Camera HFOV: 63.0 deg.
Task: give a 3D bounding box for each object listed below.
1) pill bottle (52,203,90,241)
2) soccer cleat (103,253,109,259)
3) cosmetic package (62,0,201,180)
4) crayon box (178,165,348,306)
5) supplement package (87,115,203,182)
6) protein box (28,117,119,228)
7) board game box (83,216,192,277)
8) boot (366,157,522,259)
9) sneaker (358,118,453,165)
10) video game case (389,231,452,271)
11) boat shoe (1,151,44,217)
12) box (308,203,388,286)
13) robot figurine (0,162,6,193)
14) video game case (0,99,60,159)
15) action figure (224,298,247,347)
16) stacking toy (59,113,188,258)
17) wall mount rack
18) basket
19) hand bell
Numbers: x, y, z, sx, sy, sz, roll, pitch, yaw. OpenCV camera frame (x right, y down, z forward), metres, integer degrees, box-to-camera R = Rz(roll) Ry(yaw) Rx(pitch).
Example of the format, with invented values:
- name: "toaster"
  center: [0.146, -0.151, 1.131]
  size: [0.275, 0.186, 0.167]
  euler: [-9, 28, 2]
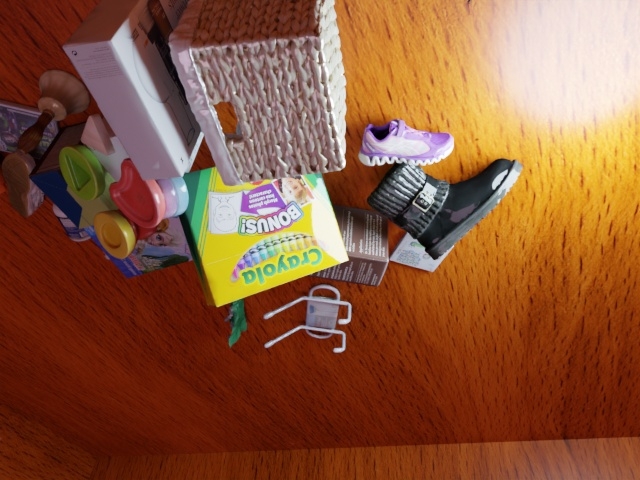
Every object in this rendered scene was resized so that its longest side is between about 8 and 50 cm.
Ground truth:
- name: "pill bottle"
  center: [-0.756, -0.085, 1.597]
  size: [0.094, 0.094, 0.169]
  euler: [2, 138, 5]
- name: "soccer cleat"
  center: [-0.659, 0.007, 1.712]
  size: [0.076, 0.068, 0.196]
  euler: [21, 134, -20]
- name: "cosmetic package"
  center: [-0.312, -0.349, 1.022]
  size: [0.097, 0.377, 0.284]
  euler: [-2, 139, 11]
- name: "crayon box"
  center: [-0.146, -0.042, 1.292]
  size: [0.363, 0.313, 0.106]
  euler: [-18, 180, -25]
- name: "supplement package"
  center: [-0.412, -0.259, 1.271]
  size: [0.194, 0.203, 0.149]
  euler: [-9, 136, 18]
- name: "protein box"
  center: [-0.615, -0.178, 1.390]
  size: [0.136, 0.201, 0.200]
  euler: [-9, 136, 17]
- name: "board game box"
  center: [-0.528, -0.039, 1.597]
  size: [0.318, 0.066, 0.318]
  euler: [-16, 136, 8]
- name: "boot"
  center: [0.318, -0.145, 1.360]
  size: [0.260, 0.131, 0.348]
  euler: [45, 101, 0]
- name: "sneaker"
  center: [0.208, -0.249, 1.288]
  size: [0.236, 0.095, 0.104]
  euler: [-2, 131, 11]
- name: "video game case"
  center: [0.316, 0.035, 1.644]
  size: [0.157, 0.019, 0.143]
  euler: [15, 138, -10]
- name: "boat shoe"
  center: [-0.843, -0.177, 1.509]
  size: [0.098, 0.096, 0.277]
  euler: [41, 141, -2]
- name: "box"
  center: [0.000, 0.000, 1.518]
  size: [0.381, 0.191, 0.143]
  euler: [11, 139, -4]
- name: "robot figurine"
  center: [-0.967, -0.213, 1.455]
  size: [0.128, 0.158, 0.219]
  euler: [-11, 138, -5]
- name: "video game case"
  center: [-0.803, -0.295, 1.419]
  size: [0.190, 0.022, 0.173]
  euler: [12, 139, -6]
- name: "action figure"
  center: [-0.318, 0.277, 1.949]
  size: [0.063, 0.137, 0.232]
  euler: [16, 131, 9]
- name: "stacking toy"
  center: [-0.439, -0.134, 1.197]
  size: [0.309, 0.130, 0.279]
  euler: [-27, 97, 43]
- name: "wall mount rack"
  center: [-0.049, 0.304, 1.916]
  size: [0.304, 0.130, 0.350]
  euler: [6, 138, 1]
- name: "basket"
  center: [-0.096, -0.335, 1.049]
  size: [0.266, 0.331, 0.328]
  euler: [-4, 138, 9]
- name: "hand bell"
  center: [-0.658, -0.288, 1.241]
  size: [0.126, 0.242, 0.126]
  euler: [4, 138, 4]
